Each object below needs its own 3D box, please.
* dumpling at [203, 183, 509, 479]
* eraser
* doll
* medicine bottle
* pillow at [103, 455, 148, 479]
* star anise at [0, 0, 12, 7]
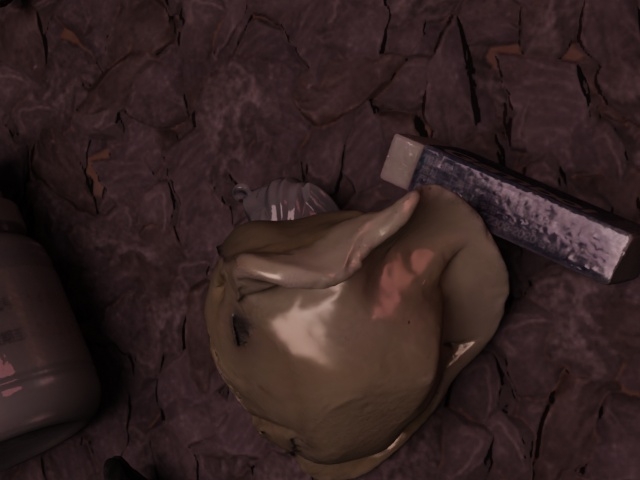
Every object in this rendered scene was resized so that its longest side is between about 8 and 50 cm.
[{"bbox_3d":[0.031,0.063,1.016,0.242,0.318,0.187,-25,52,-5],"label":"dumpling"},{"bbox_3d":[0.159,-0.027,1.011,0.212,0.092,0.046,26,103,25],"label":"eraser"},{"bbox_3d":[0.000,0.000,1.102,0.180,0.079,0.094,32,129,9],"label":"doll"},{"bbox_3d":[-0.368,0.069,1.185,0.245,0.245,0.306,-29,78,24],"label":"medicine bottle"},{"bbox_3d":[-0.163,0.349,1.165,0.186,0.106,0.250,28,107,24],"label":"pillow"},{"bbox_3d":[-0.295,-0.341,1.233,0.234,0.073,0.177,-51,61,35],"label":"star anise"}]
